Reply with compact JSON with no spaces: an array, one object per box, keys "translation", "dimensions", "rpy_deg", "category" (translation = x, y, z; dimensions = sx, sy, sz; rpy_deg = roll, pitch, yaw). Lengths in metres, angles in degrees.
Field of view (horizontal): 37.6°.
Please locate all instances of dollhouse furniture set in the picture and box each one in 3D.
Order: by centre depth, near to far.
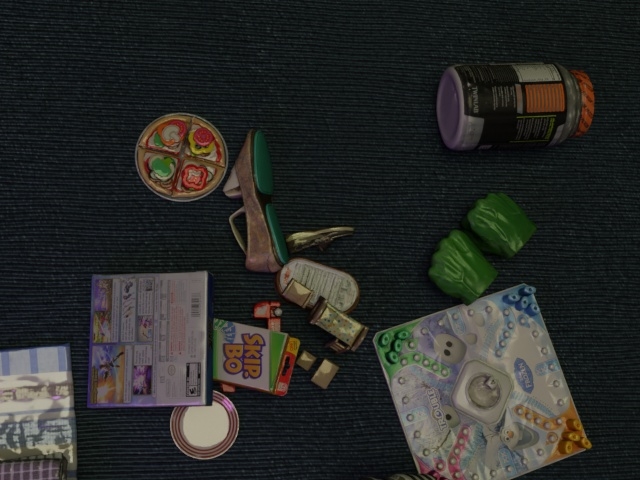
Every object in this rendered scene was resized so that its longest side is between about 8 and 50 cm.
[{"translation":[-0.022,0.195,1.946],"dimensions":[0.182,0.101,0.161],"rpy_deg":[33,88,-6],"category":"dollhouse furniture set"}]

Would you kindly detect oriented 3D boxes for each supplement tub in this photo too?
[{"translation":[0.435,-0.302,2.108],"dimensions":[0.316,0.193,0.193],"rpy_deg":[-3,79,-11],"category":"supplement tub"}]

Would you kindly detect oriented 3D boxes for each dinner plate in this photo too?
[{"translation":[-0.238,0.378,1.934],"dimensions":[0.141,0.017,0.141],"rpy_deg":[2,79,-10],"category":"dinner plate"}]

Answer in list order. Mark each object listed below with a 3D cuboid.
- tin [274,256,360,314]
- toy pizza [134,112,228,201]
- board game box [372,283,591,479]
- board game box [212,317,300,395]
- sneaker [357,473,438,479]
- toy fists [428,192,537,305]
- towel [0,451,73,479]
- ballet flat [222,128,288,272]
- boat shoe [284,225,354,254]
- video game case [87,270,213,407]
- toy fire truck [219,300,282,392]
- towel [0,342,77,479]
[{"translation":[-0.006,0.100,2.026],"dimensions":[0.190,0.040,0.106],"rpy_deg":[18,72,-6],"category":"tin"},{"translation":[-0.299,-0.183,2.030],"dimensions":[0.201,0.032,0.201],"rpy_deg":[2,78,-10],"category":"toy pizza"},{"translation":[0.355,0.328,2.038],"dimensions":[0.390,0.050,0.390],"rpy_deg":[-17,82,-14],"category":"board game box"},{"translation":[-0.180,0.230,1.918],"dimensions":[0.259,0.039,0.124],"rpy_deg":[11,71,11],"category":"board game box"},{"translation":[0.174,0.678,1.872],"dimensions":[0.257,0.169,0.447],"rpy_deg":[1,99,-35],"category":"sneaker"},{"translation":[0.347,0.010,2.077],"dimensions":[0.142,0.096,0.279],"rpy_deg":[45,71,-1],"category":"toy fists"},{"translation":[-0.576,0.533,1.712],"dimensions":[0.235,0.121,0.283],"rpy_deg":[-6,71,3],"category":"towel"},{"translation":[-0.150,-0.082,2.005],"dimensions":[0.106,0.107,0.316],"rpy_deg":[-14,76,16],"category":"ballet flat"},{"translation":[0.000,0.000,2.041],"dimensions":[0.152,0.056,0.049],"rpy_deg":[-9,85,-3],"category":"boat shoe"},{"translation":[-0.340,0.201,1.895],"dimensions":[0.244,0.061,0.269],"rpy_deg":[-2,78,7],"category":"video game case"},{"translation":[-0.146,0.221,1.968],"dimensions":[0.135,0.047,0.192],"rpy_deg":[0,78,-9],"category":"toy fire truck"},{"translation":[-0.593,0.352,1.866],"dimensions":[0.209,0.034,0.285],"rpy_deg":[-3,79,-12],"category":"towel"}]
